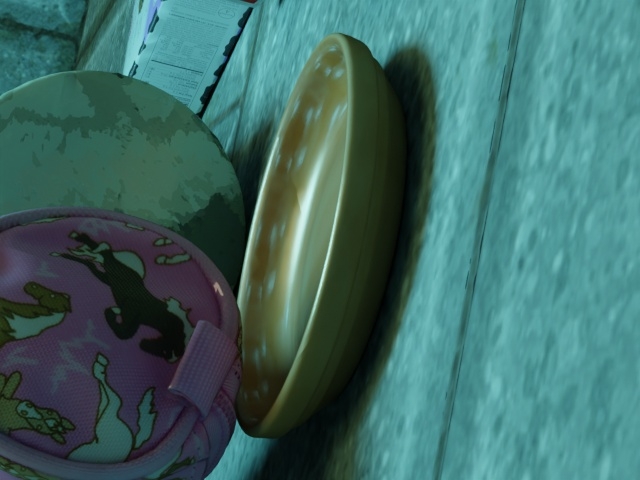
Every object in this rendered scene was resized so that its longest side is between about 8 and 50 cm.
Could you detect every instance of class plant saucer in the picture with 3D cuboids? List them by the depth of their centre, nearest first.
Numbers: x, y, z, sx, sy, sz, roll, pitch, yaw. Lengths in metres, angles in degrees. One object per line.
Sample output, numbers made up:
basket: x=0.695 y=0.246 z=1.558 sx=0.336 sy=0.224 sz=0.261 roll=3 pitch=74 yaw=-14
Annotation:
plant saucer: x=0.000 y=0.000 z=0.882 sx=0.200 sy=0.037 sz=0.200 roll=-168 pitch=90 yaw=-78

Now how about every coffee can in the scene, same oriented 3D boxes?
coffee can: x=-0.179 y=0.006 z=1.276 sx=0.275 sy=0.201 sz=0.202 roll=154 pitch=128 yaw=-74

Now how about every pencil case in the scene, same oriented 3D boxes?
pencil case: x=-0.144 y=0.146 z=0.983 sx=0.386 sy=0.167 sz=0.160 roll=105 pitch=150 yaw=-51

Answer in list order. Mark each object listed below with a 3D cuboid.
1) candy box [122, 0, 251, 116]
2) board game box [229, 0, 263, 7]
candy box: x=-0.102 y=-0.211 z=1.459 sx=0.196 sy=0.070 sz=0.165 roll=124 pitch=155 yaw=-57
board game box: x=-0.126 y=-0.320 z=1.243 sx=0.053 sy=0.193 sz=0.305 roll=-35 pitch=54 yaw=45
